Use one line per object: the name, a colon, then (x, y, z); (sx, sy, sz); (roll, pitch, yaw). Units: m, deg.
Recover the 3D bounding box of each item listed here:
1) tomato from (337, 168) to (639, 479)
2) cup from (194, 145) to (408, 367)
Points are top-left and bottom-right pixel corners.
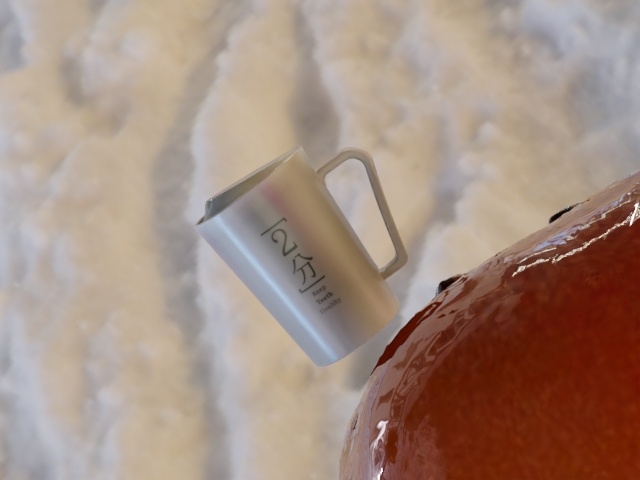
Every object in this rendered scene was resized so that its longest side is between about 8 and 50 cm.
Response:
tomato: (0.171, 0.126, 0.725); (0.341, 0.341, 0.273); (-37, 62, 13)
cup: (0.000, 0.000, 0.886); (0.104, 0.116, 0.074); (-38, 7, 2)
